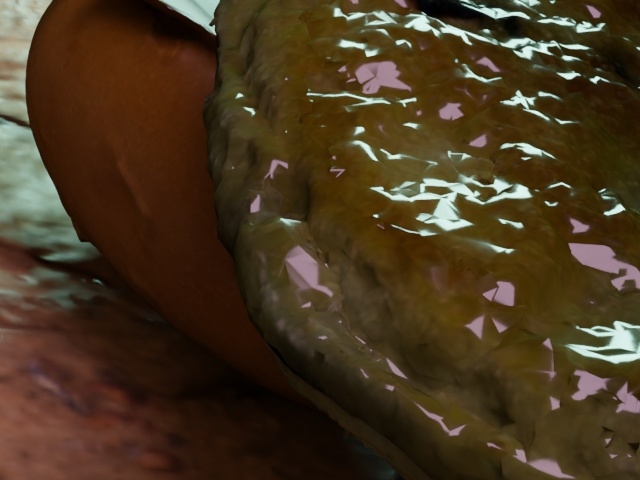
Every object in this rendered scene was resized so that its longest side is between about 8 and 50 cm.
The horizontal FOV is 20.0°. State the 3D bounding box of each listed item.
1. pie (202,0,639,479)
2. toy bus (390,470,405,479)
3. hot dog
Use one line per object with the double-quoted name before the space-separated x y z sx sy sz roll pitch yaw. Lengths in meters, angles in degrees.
"pie" 0.111 -0.002 0.474 0.323 0.071 0.323 21 30 -13
"toy bus" 0.070 0.170 0.358 0.131 0.106 0.297 16 34 -15
"hot dog" 0.003 -0.002 0.566 0.194 0.107 0.326 -2 42 -41
